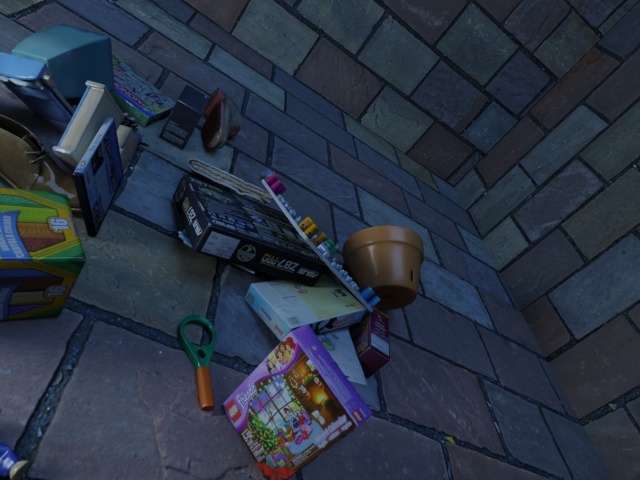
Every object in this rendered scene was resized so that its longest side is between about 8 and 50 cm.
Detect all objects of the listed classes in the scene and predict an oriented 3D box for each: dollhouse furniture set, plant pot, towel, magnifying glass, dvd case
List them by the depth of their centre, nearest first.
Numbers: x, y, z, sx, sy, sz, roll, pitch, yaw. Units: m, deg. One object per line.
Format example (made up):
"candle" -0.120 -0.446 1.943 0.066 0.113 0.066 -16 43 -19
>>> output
"magnifying glass" -0.266 0.264 0.999 0.092 0.026 0.231 17 35 -38
"dvd case" -0.532 -0.159 1.090 0.022 0.181 0.253 5 42 -9
"dollhouse furniture set" -0.694 -0.290 1.166 0.303 0.286 0.198 16 71 2
"plant pot" -0.744 -0.503 1.294 0.165 0.166 0.234 16 35 5
"towel" -0.289 -0.188 1.463 0.282 0.049 0.187 25 1 -10
"plant pot" 0.226 0.112 1.566 0.290 0.290 0.204 22 50 -31

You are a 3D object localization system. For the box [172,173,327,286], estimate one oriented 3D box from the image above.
"box" -0.206 -0.030 1.308 0.394 0.097 0.318 20 21 -38

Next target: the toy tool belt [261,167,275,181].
"toy tool belt" -0.205 -0.260 1.760 0.051 0.052 0.083 38 27 -23

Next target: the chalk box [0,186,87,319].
"chalk box" -0.595 0.023 0.768 0.288 0.179 0.180 3 46 -49

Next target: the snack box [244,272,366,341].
"snack box" -0.034 0.183 1.288 0.321 0.060 0.187 -3 36 -47

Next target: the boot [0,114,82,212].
"boot" -0.659 -0.173 1.031 0.305 0.115 0.112 33 28 -17

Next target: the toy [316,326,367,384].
"toy" 0.035 0.310 1.264 0.136 0.056 0.237 22 29 -25

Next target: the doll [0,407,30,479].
"doll" -0.514 0.289 0.640 0.189 0.046 0.129 35 38 1

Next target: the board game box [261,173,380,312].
"board game box" 0.000 0.000 1.388 0.390 0.050 0.390 48 2 -37

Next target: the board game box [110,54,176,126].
"board game box" -0.683 -0.534 1.565 0.317 0.046 0.214 37 28 -8

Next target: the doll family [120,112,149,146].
"doll family" -0.611 -0.348 1.363 0.192 0.076 0.111 19 16 -27

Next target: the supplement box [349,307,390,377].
"supplement box" 0.146 0.302 1.358 0.080 0.104 0.188 33 30 -15

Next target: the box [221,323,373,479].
"box" -0.060 0.329 0.875 0.201 0.293 0.057 51 33 18

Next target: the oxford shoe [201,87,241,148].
"oxford shoe" -0.368 -0.465 1.760 0.146 0.140 0.397 31 32 -31

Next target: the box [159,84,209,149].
"box" -0.471 -0.429 1.558 0.093 0.158 0.156 28 31 -22

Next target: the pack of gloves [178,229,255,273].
"pack of gloves" -0.290 0.020 1.273 0.232 0.046 0.195 26 19 -12
